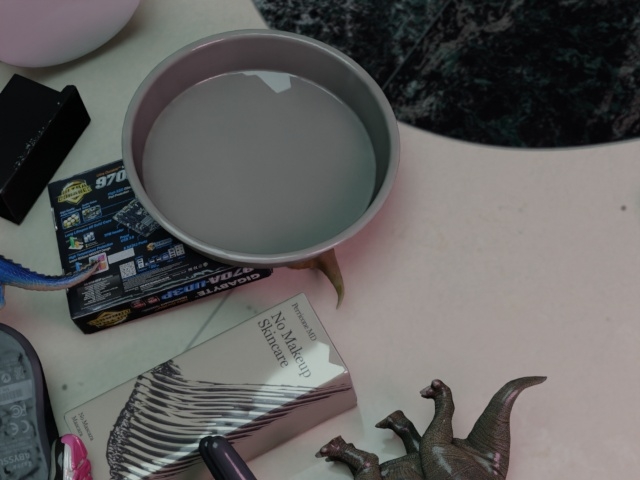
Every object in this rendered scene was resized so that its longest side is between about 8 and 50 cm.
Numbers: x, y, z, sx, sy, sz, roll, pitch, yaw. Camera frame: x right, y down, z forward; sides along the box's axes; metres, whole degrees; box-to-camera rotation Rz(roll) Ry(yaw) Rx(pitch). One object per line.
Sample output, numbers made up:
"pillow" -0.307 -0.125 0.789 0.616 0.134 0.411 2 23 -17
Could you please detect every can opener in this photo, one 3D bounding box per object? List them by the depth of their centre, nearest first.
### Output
"can opener" -0.060 0.267 1.539 0.073 0.059 0.186 -33 102 -32

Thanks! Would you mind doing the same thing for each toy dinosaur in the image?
"toy dinosaur" 0.097 0.241 1.560 0.313 0.121 0.160 -28 74 -13
"toy dinosaur" 0.000 0.000 1.728 0.092 0.053 0.183 -44 57 1

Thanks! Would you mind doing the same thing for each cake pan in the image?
"cake pan" -0.063 -0.093 1.694 0.293 0.054 0.293 2 61 -3

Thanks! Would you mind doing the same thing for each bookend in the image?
"bookend" -0.375 -0.123 1.820 0.157 0.072 0.156 22 66 19

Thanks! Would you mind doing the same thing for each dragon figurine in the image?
"dragon figurine" -0.386 0.013 1.657 0.289 0.085 0.144 -11 104 3

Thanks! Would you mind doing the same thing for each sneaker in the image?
"sneaker" -0.265 0.264 1.533 0.075 0.063 0.170 9 107 7

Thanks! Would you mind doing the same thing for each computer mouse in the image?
"computer mouse" -0.334 0.220 1.642 0.188 0.072 0.272 -10 73 1

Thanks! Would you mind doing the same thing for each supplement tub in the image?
"supplement tub" -0.362 -0.390 1.864 0.241 0.241 0.331 -26 62 -7

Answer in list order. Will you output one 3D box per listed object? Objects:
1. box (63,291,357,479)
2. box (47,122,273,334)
"box" -0.109 0.171 1.617 0.275 0.094 0.113 -28 63 -7
"box" -0.177 -0.013 1.735 0.220 0.051 0.175 -19 62 5
